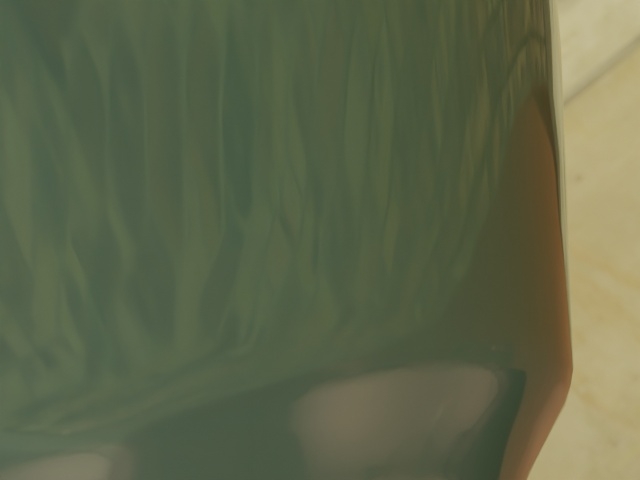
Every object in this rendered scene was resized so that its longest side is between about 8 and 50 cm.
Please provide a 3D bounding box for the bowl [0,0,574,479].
[{"bbox_3d":[-0.068,0.020,0.445,0.311,0.163,0.311,-18,163,-6],"label":"bowl"}]
